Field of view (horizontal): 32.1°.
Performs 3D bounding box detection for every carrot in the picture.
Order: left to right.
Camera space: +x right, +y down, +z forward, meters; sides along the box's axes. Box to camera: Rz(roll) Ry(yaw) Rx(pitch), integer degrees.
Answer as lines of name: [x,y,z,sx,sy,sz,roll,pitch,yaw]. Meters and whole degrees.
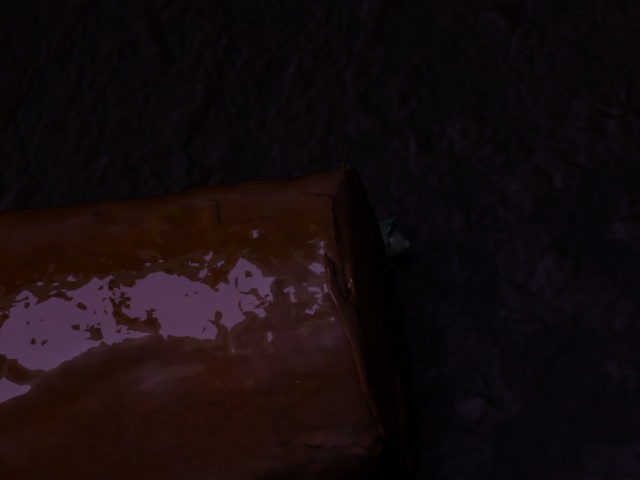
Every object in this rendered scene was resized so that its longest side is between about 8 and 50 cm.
carrot: [-0.091,0.071,0.485,0.254,0.196,0.196,-10,61,7]

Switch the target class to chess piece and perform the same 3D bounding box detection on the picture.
chess piece: [0.000,0.000,0.571,0.093,0.042,0.042,5,65,13]
